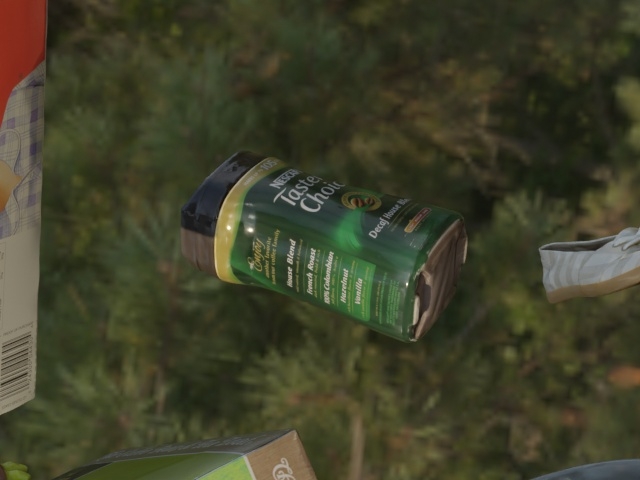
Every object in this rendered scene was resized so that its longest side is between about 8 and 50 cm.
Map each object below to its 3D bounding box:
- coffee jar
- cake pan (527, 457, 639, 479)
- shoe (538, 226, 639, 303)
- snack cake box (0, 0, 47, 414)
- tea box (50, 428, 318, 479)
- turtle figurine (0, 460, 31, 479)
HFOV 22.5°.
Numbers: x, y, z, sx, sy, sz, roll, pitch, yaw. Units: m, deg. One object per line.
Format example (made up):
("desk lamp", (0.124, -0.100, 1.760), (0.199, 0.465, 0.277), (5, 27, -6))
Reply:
("coffee jar", (0.000, 0.000, 1.096), (0.096, 0.184, 0.079), (-47, -33, -50))
("cake pan", (0.227, 0.294, 1.559), (0.293, 0.293, 0.054), (-71, -39, -82))
("shoe", (0.274, 0.019, 1.525), (0.219, 0.076, 0.058), (-19, 87, 64))
("snack cake box", (-0.221, -0.026, 0.816), (0.152, 0.089, 0.264), (-24, -56, -56))
("tea box", (-0.169, 0.286, 1.029), (0.329, 0.323, 0.220), (-20, 94, 63))
("turtle figurine", (-0.264, 0.072, 1.083), (0.087, 0.269, 0.217), (-33, -62, -41))
